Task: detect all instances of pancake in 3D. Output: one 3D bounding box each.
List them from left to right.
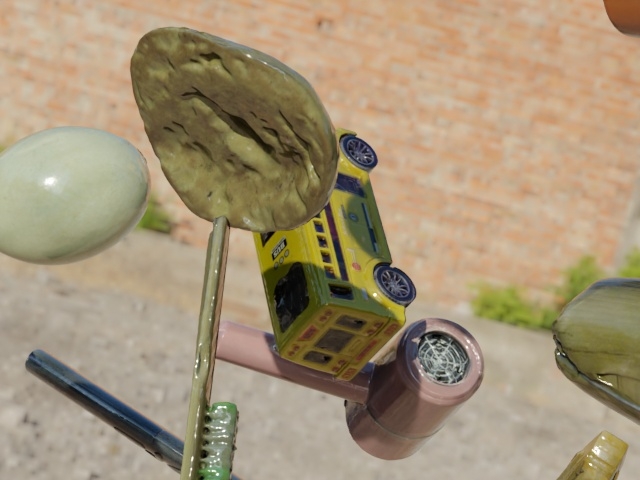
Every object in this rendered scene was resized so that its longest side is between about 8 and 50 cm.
[{"bbox_3d":[-0.082,-0.108,1.576,0.242,0.242,0.050,17,45,28],"label":"pancake"}]

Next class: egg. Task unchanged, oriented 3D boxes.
[{"bbox_3d":[-0.353,-0.061,2.312,0.253,0.186,0.186,-18,13,-11],"label":"egg"}]

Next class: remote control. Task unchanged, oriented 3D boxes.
[{"bbox_3d":[-0.232,0.263,2.295,0.377,0.044,0.107,32,-3,12],"label":"remote control"}]

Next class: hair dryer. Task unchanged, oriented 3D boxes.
[{"bbox_3d":[0.015,0.163,2.193,0.352,0.125,0.210,16,-32,-13],"label":"hair dryer"}]

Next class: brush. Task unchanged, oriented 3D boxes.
[{"bbox_3d":[-0.090,0.120,1.434,0.048,0.282,0.054,6,-17,-6],"label":"brush"}]

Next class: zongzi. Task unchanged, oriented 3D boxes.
[{"bbox_3d":[0.274,0.132,1.118,0.221,0.242,0.112,8,38,32],"label":"zongzi"}]

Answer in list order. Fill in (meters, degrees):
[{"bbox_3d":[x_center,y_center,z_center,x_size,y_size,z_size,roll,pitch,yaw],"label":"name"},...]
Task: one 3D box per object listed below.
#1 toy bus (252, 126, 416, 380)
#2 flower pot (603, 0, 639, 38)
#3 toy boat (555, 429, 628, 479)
[{"bbox_3d":[0.000,0.000,2.118,0.151,0.145,0.331,15,43,-31],"label":"toy bus"},{"bbox_3d":[0.322,-0.235,1.372,0.173,0.190,0.190,-7,-12,43],"label":"flower pot"},{"bbox_3d":[0.323,0.308,2.116,0.068,0.226,0.088,32,46,9],"label":"toy boat"}]
